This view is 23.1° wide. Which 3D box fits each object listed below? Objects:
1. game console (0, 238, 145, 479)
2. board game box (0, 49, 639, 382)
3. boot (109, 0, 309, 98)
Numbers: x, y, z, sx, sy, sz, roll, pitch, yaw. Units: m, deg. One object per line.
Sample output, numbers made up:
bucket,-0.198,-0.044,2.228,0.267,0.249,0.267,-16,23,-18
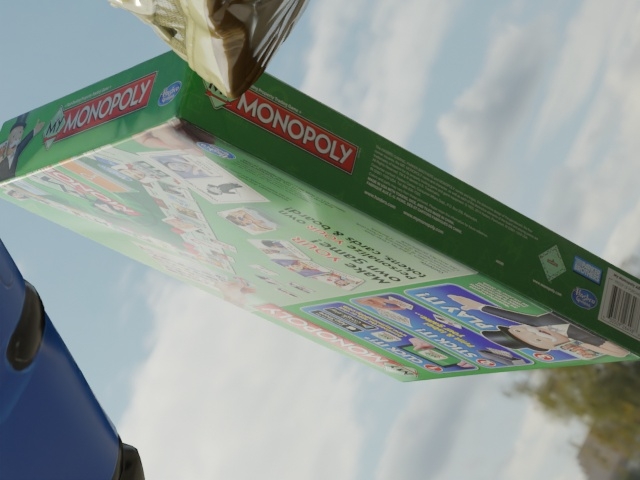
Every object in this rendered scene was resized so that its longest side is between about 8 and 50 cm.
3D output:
game console,-0.184,0.132,0.353,0.250,0.173,0.293,70,-143,-47
board game box,0.000,0.000,0.865,0.317,0.213,0.046,27,-112,-31
boot,-0.094,-0.162,0.569,0.095,0.203,0.262,-56,-5,-10
